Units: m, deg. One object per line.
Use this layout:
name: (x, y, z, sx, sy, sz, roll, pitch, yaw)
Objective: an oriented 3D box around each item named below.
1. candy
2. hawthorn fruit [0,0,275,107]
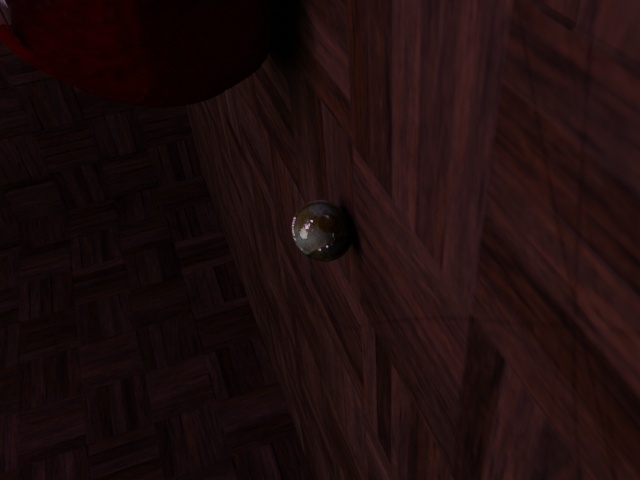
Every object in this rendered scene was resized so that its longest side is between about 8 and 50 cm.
candy: (0.000, 0.000, 0.688, 0.202, 0.061, 0.061, 100, 152, -83)
hawthorn fruit: (-0.163, -0.245, 0.618, 0.265, 0.265, 0.307, 66, -174, 32)
